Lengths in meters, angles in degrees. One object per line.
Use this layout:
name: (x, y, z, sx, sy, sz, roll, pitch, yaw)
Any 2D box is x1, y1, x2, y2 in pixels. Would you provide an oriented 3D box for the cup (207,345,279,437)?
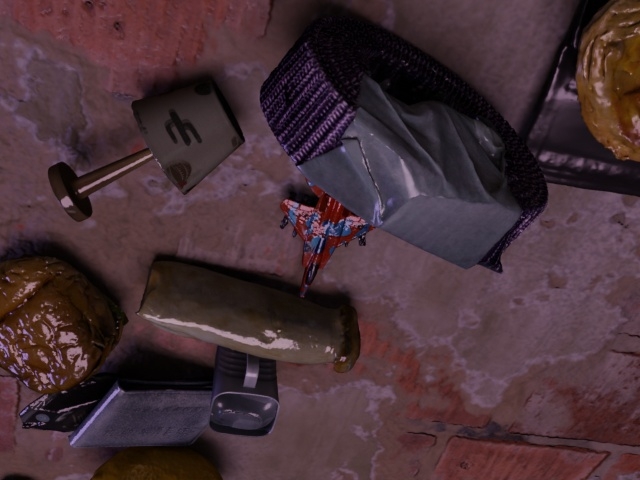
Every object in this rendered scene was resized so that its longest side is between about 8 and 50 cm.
cup: (-0.107, 0.196, 1.213, 0.095, 0.129, 0.128, 7, 129, -10)

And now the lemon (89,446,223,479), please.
lemon: (-0.264, 0.427, 1.355, 0.260, 0.204, 0.204, 8, 129, -17)

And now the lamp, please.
lamp: (-0.197, -0.097, 0.963, 0.215, 0.121, 0.121, -26, 128, 3)

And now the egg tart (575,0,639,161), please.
egg tart: (0.373, -0.196, 0.885, 0.241, 0.106, 0.241, -3, 123, -5)

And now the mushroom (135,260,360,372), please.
mushroom: (-0.090, 0.106, 1.155, 0.312, 0.100, 0.081, 15, 149, -11)

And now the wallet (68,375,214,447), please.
wallet: (-0.242, 0.259, 1.270, 0.222, 0.036, 0.167, 10, 135, -44)

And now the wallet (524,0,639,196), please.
wallet: (0.386, -0.190, 0.972, 0.247, 0.041, 0.323, 8, 126, -11)

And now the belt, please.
belt: (0.095, -0.107, 0.882, 0.325, 0.260, 0.122, 24, 126, -29)

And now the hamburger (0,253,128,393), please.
hamburger: (-0.371, 0.118, 1.137, 0.183, 0.130, 0.206, -35, 121, 20)

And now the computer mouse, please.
computer mouse: (-0.348, 0.237, 1.266, 0.192, 0.062, 0.106, -7, 148, -16)

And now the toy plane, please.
toy plane: (0.000, -0.003, 1.099, 0.130, 0.061, 0.189, 10, 133, -13)
